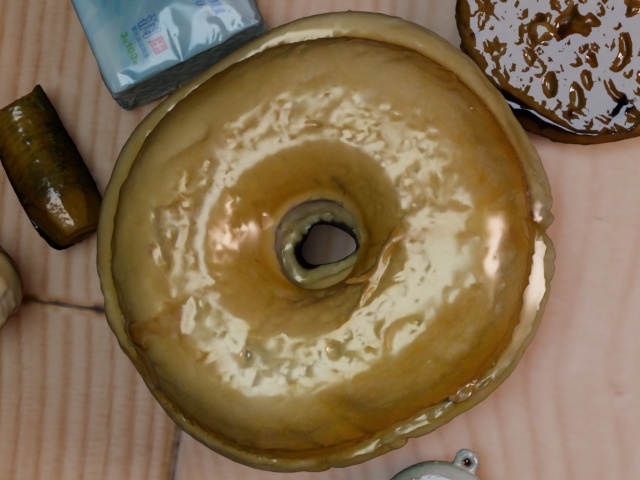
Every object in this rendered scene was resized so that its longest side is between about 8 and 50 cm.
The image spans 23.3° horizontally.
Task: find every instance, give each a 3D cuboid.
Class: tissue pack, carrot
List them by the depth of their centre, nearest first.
[{"bbox_3d":[-0.183,-0.290,1.602,0.177,0.089,0.263,-25,80,8],"label":"tissue pack"},{"bbox_3d":[-0.286,-0.077,1.610,0.082,0.082,0.173,-32,81,9],"label":"carrot"}]

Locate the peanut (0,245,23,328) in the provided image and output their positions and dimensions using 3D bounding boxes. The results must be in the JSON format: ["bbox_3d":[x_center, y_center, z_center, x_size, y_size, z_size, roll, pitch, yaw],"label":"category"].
[{"bbox_3d":[-0.439,0.024,1.618,0.290,0.130,0.130,24,90,17],"label":"peanut"}]

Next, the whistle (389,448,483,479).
[{"bbox_3d":[0.093,0.316,1.491,0.126,0.067,0.258,24,95,9],"label":"whistle"}]

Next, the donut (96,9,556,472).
[{"bbox_3d":[0.000,0.000,1.474,0.448,0.198,0.449,-1,84,12],"label":"donut"}]

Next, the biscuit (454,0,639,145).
[{"bbox_3d":[0.275,-0.230,1.493,0.296,0.075,0.296,0,90,13],"label":"biscuit"}]
